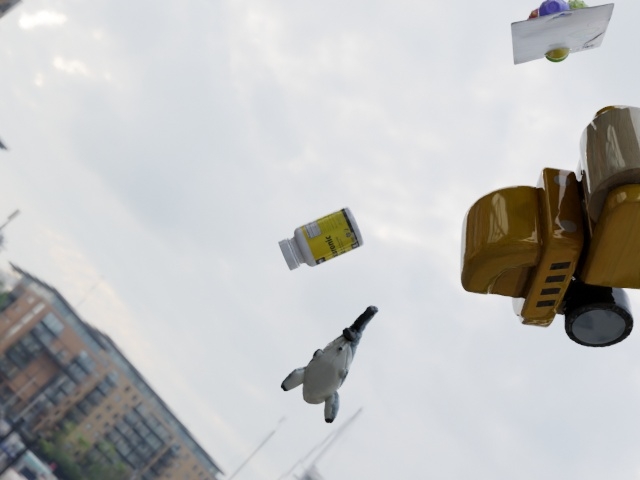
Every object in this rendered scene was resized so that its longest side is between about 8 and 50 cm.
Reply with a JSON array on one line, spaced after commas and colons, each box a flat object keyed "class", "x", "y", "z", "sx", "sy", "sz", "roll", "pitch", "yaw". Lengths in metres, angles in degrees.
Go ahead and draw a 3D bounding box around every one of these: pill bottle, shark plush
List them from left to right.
[{"class": "pill bottle", "x": 0.000, "y": 0.000, "z": 1.281, "sx": 0.065, "sy": 0.116, "sz": 0.065, "roll": -23, "pitch": 90, "yaw": -90}, {"class": "shark plush", "x": 0.012, "y": 0.130, "z": 1.006, "sx": 0.073, "sy": 0.067, "sz": 0.161, "roll": 25, "pitch": -62, "yaw": 12}]

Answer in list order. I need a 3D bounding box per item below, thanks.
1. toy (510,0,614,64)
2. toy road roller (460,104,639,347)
[{"class": "toy", "x": 0.347, "y": -0.318, "z": 1.291, "sx": 0.237, "sy": 0.136, "sz": 0.056, "roll": 21, "pitch": 61, "yaw": -75}, {"class": "toy road roller", "x": 0.324, "y": -0.020, "z": 1.200, "sx": 0.240, "sy": 0.203, "sz": 0.330, "roll": 8, "pitch": -46, "yaw": 1}]
